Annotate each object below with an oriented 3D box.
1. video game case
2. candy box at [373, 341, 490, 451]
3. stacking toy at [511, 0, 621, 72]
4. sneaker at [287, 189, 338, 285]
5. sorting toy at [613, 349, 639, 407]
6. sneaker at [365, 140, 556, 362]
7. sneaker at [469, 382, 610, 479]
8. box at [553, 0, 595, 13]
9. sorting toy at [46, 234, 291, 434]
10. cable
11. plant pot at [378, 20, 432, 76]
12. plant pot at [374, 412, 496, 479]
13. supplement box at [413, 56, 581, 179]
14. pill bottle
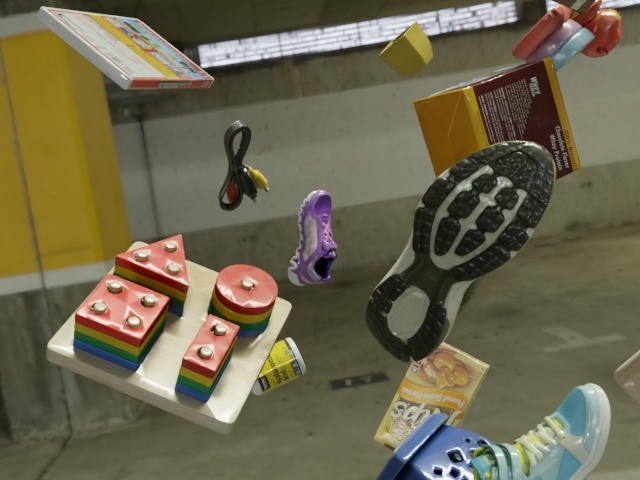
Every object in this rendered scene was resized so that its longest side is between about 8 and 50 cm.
[{"bbox_3d":[-0.332,-0.334,1.401,0.025,0.204,0.285,-55,-10,21],"label":"video game case"},{"bbox_3d":[0.295,0.429,2.104,0.183,0.316,0.087,27,-1,18],"label":"candy box"},{"bbox_3d":[0.529,-0.424,1.506,0.309,0.130,0.279,-40,-4,-39],"label":"stacking toy"},{"bbox_3d":[0.000,0.000,1.885,0.095,0.236,0.105,6,6,-45],"label":"sneaker"},{"bbox_3d":[0.620,0.237,1.302,0.193,0.208,0.038,-43,-10,7],"label":"sorting toy"},{"bbox_3d":[0.217,0.000,1.207,0.182,0.158,0.410,-34,-18,-52],"label":"sneaker"},{"bbox_3d":[0.410,0.403,1.530,0.208,0.319,0.127,19,11,-18],"label":"sneaker"},{"bbox_3d":[0.368,-0.586,1.346,0.143,0.381,0.191,-3,-38,-46],"label":"box"},{"bbox_3d":[-0.188,0.098,1.079,0.257,0.089,0.255,22,36,4],"label":"sorting toy"},{"bbox_3d":[-0.210,-0.176,1.934,0.140,0.287,0.072,-27,52,-10],"label":"cable"},{"bbox_3d":[0.190,-0.399,1.691,0.081,0.083,0.081,-31,16,44],"label":"plant pot"},{"bbox_3d":[0.264,0.555,1.838,0.212,0.236,0.236,38,43,19],"label":"plant pot"},{"bbox_3d":[0.288,-0.171,1.288,0.194,0.191,0.129,-24,12,-26],"label":"supplement box"},{"bbox_3d":[-0.087,0.205,1.256,0.116,0.065,0.065,-25,7,-11],"label":"pill bottle"}]
